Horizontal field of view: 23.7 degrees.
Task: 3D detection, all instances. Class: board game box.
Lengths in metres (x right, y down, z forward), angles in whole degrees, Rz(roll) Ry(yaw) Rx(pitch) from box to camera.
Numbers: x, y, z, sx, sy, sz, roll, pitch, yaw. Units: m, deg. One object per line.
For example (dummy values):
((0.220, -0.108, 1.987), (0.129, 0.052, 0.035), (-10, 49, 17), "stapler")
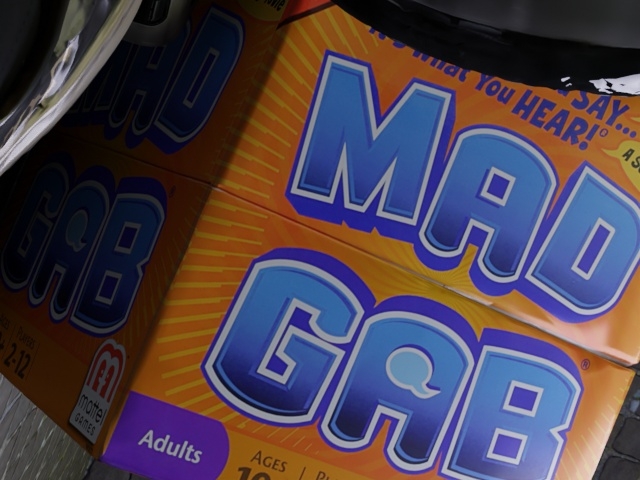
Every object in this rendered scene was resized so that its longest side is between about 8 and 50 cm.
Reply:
((0.000, 0.000, 1.127), (0.356, 0.356, 0.356), (21, -92, 61), "board game box")

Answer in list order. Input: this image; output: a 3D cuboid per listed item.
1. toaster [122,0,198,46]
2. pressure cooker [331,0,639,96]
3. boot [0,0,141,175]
((-0.100, -0.230, 0.902), (0.168, 0.110, 0.186), (115, -2, -54), "toaster")
((0.142, -0.327, 0.693), (0.375, 0.370, 0.420), (-112, -160, -44), "pressure cooker")
((-0.136, -0.112, 0.426), (0.377, 0.138, 0.284), (-62, 179, -21), "boot")
